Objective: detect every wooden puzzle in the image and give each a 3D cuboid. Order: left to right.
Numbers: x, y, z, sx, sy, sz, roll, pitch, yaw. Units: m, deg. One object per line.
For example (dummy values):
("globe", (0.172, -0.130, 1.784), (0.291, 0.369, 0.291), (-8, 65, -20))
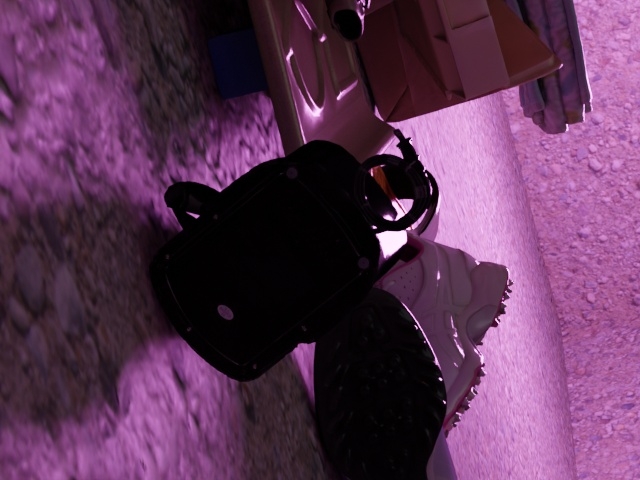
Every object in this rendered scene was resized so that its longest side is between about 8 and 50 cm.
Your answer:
("wooden puzzle", (-0.042, -0.215, 1.218), (0.322, 0.080, 0.348), (-53, 125, -75))

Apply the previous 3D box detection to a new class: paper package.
("paper package", (0.120, -0.350, 1.869), (0.325, 0.168, 0.309), (-81, 158, -61))

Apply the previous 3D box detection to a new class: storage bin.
("storage bin", (0.127, -0.308, 1.550), (0.260, 0.123, 0.262), (-114, -176, -62))

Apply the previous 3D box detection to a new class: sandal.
("sandal", (0.088, -0.043, 1.633), (0.265, 0.076, 0.102), (58, 24, -59))

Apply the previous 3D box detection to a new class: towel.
("towel", (0.256, -0.322, 1.881), (0.320, 0.090, 0.374), (-44, 122, -80))

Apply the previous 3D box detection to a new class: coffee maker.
("coffee maker", (0.000, 0.000, 0.952), (0.178, 0.171, 0.120), (-41, 116, -77))

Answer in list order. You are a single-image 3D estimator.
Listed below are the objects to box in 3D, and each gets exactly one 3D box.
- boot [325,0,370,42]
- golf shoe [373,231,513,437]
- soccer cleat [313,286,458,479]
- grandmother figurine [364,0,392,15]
("boot", (0.011, -0.208, 1.159), (0.118, 0.042, 0.087), (50, 29, -60))
("golf shoe", (0.090, 0.098, 1.473), (0.115, 0.140, 0.306), (-57, -177, 32))
("soccer cleat", (0.058, 0.176, 1.279), (0.116, 0.109, 0.318), (-132, -159, -68))
("grandmother figurine", (-0.015, -0.379, 1.462), (0.208, 0.104, 0.342), (51, -13, 57))
